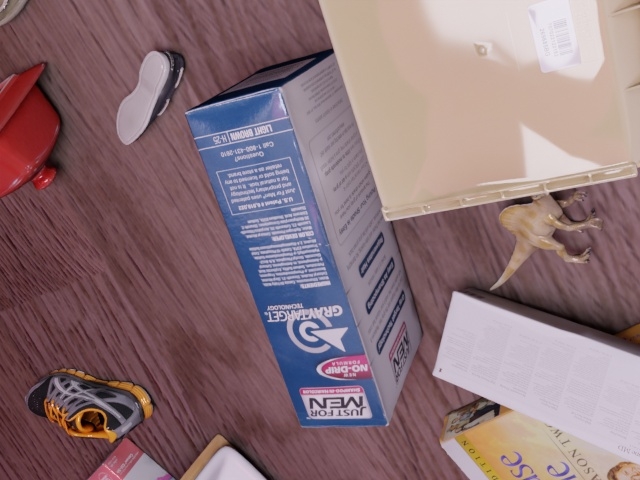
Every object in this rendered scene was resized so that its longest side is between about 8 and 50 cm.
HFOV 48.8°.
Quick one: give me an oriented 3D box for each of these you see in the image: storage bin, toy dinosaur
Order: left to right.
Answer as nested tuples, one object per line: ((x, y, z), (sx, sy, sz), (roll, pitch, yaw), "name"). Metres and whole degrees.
((0.147, -0.176, 0.610), (0.260, 0.123, 0.262), (-10, 111, 24), "storage bin")
((0.223, -0.010, 0.705), (0.092, 0.053, 0.183), (10, 147, 9), "toy dinosaur")

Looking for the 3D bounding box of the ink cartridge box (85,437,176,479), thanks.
((-0.271, 0.416, 1.100), (0.198, 0.067, 0.115), (41, 122, -3), "ink cartridge box")

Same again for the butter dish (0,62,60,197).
((-0.370, -0.107, 0.846), (0.159, 0.160, 0.118), (-22, 129, 28), "butter dish")

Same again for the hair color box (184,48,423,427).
((0.000, 0.000, 0.723), (0.105, 0.174, 0.347), (-9, 111, 25), "hair color box")

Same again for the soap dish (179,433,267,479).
((-0.119, 0.456, 0.979), (0.291, 0.229, 0.118), (46, 139, -6), "soap dish")

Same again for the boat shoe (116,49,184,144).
((-0.193, -0.160, 0.798), (0.046, 0.038, 0.125), (45, 123, 18), "boat shoe")

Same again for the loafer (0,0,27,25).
((-0.350, -0.348, 0.732), (0.102, 0.092, 0.268), (29, 122, 6), "loafer")

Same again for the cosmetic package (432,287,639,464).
((0.239, 0.131, 0.709), (0.239, 0.060, 0.099), (20, 101, 33), "cosmetic package")

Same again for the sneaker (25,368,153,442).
((-0.356, 0.247, 1.040), (0.214, 0.083, 0.084), (-2, 116, 23), "sneaker")

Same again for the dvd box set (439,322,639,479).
((0.385, 0.234, 0.758), (0.420, 0.062, 0.308), (-35, 98, 31), "dvd box set")
